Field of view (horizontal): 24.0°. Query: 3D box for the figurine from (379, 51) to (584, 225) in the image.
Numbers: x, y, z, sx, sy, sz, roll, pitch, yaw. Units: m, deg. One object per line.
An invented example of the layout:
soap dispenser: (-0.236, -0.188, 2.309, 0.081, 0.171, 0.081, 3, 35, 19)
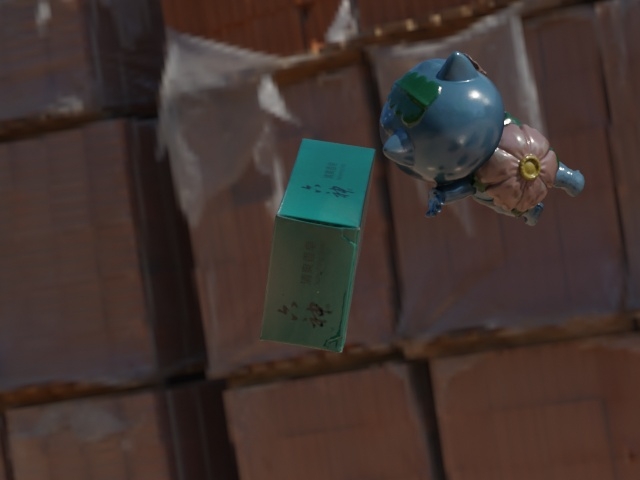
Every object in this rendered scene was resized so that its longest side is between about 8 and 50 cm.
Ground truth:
figurine: (0.120, -0.080, 1.214, 0.178, 0.114, 0.144, 32, 17, -24)

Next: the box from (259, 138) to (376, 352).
box: (0.000, 0.000, 1.662, 0.092, 0.153, 0.245, 8, 23, 2)
